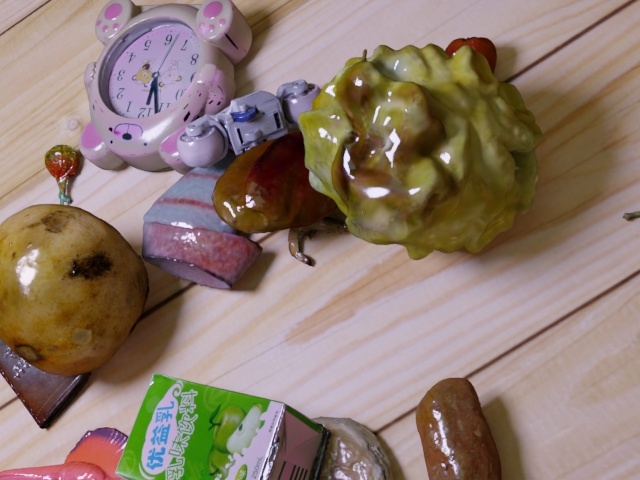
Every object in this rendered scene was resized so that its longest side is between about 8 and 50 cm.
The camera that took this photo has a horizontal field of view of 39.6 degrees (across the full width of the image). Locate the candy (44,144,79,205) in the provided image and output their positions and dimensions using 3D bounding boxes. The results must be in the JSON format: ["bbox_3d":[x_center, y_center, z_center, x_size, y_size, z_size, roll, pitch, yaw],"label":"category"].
[{"bbox_3d":[-0.453,-0.075,1.553,0.060,0.060,0.201,-10,73,17],"label":"candy"}]

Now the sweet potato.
[{"bbox_3d":[0.187,0.302,1.131,0.097,0.097,0.251,-17,69,14],"label":"sweet potato"}]

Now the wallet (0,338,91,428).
[{"bbox_3d":[-0.478,0.176,1.465,0.137,0.031,0.255,-48,61,-2],"label":"wallet"}]

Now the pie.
[{"bbox_3d":[-0.011,0.335,1.209,0.218,0.052,0.185,-47,62,0],"label":"pie"}]

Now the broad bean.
[{"bbox_3d":[-0.052,-0.079,1.329,0.228,0.122,0.156,-30,65,-23],"label":"broad bean"}]

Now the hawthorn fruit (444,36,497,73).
[{"bbox_3d":[0.226,-0.261,1.353,0.081,0.081,0.093,1,99,21],"label":"hawthorn fruit"}]

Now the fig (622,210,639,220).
[{"bbox_3d":[0.482,-0.045,1.153,0.166,0.093,0.093,20,78,28],"label":"fig"}]

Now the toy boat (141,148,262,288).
[{"bbox_3d":[-0.162,-0.067,1.413,0.206,0.096,0.282,16,67,18],"label":"toy boat"}]

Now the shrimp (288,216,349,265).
[{"bbox_3d":[0.000,0.000,1.359,0.114,0.023,0.083,3,73,28],"label":"shrimp"}]

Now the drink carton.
[{"bbox_3d":[-0.137,0.290,1.214,0.271,0.108,0.161,5,67,39],"label":"drink carton"}]

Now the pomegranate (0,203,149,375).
[{"bbox_3d":[-0.390,0.067,1.344,0.260,0.260,0.260,-8,67,18],"label":"pomegranate"}]

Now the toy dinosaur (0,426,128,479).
[{"bbox_3d":[-0.379,0.339,1.351,0.286,0.070,0.139,6,61,26],"label":"toy dinosaur"}]

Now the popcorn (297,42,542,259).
[{"bbox_3d":[0.144,-0.126,1.204,0.312,0.312,0.312,-8,67,18],"label":"popcorn"}]

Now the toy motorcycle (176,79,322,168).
[{"bbox_3d":[-0.114,-0.190,1.416,0.254,0.112,0.112,-25,59,-17],"label":"toy motorcycle"}]

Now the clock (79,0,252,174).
[{"bbox_3d":[-0.275,-0.268,1.523,0.284,0.114,0.309,6,72,21],"label":"clock"}]
